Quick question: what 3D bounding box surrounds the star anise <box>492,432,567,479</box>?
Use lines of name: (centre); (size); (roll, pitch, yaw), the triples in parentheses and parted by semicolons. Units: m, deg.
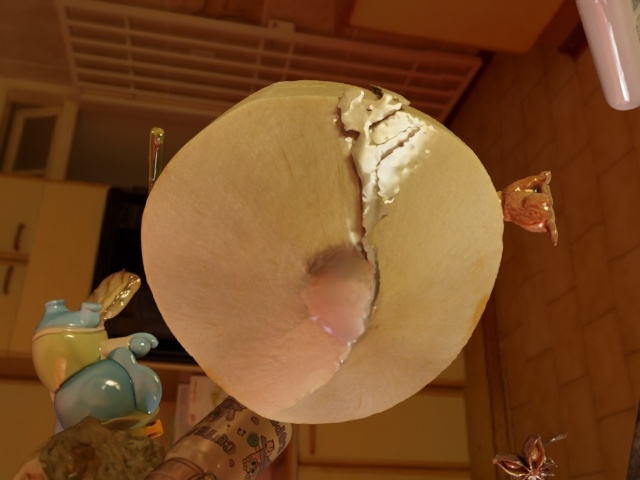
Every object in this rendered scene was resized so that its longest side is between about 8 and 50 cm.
star anise: (0.498, 0.471, 1.604); (0.227, 0.218, 0.148); (-68, -6, -74)

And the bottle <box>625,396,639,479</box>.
bottle: (0.350, 0.221, 0.670); (0.093, 0.093, 0.330); (119, 174, -66)

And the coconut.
coconut: (0.000, 0.000, 0.617); (0.323, 0.322, 0.323); (-174, 90, -80)

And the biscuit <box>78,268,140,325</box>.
biscuit: (-0.501, 0.184, 1.505); (0.154, 0.045, 0.299); (-11, 39, 39)

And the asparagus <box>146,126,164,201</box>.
asparagus: (-0.264, -0.075, 1.104); (0.025, 0.024, 0.249); (38, 138, 25)

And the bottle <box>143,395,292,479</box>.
bottle: (-0.120, 0.259, 0.798); (0.097, 0.110, 0.209); (61, -145, -4)

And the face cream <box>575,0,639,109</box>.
face cream: (0.397, -0.351, 0.947); (0.337, 0.080, 0.163); (55, -133, -34)

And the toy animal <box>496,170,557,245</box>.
toy animal: (0.392, -0.053, 1.434); (0.184, 0.184, 0.104); (-82, -14, -44)

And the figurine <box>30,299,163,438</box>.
figurine: (-0.329, 0.205, 1.032); (0.154, 0.179, 0.262); (127, 130, -77)

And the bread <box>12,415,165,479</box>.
bread: (-0.316, 0.371, 0.857); (0.252, 0.196, 0.238); (-53, -7, 15)
